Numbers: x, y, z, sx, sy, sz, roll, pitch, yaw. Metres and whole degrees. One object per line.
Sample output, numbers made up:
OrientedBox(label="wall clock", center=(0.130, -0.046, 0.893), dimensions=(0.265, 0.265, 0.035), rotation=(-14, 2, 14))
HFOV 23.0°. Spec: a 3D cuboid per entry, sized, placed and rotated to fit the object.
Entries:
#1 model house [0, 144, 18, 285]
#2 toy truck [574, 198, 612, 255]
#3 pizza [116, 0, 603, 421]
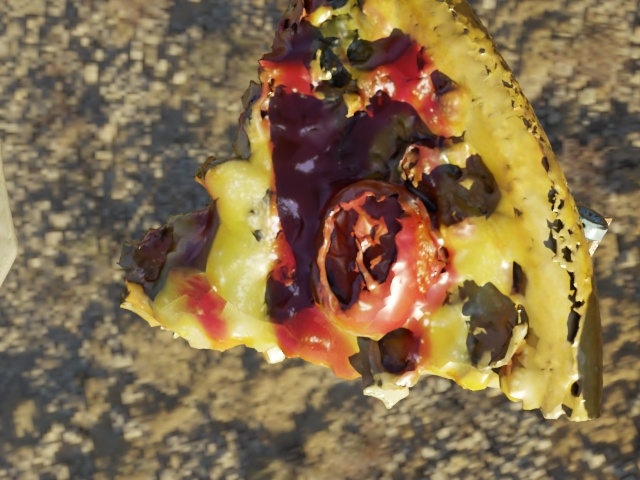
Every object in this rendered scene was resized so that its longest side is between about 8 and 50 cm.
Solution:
OrientedBox(label="model house", center=(-0.378, -0.047, 1.464), dimensions=(0.122, 0.188, 0.229), rotation=(-6, 90, 14))
OrientedBox(label="toy truck", center=(0.181, -0.010, 1.855), dimensions=(0.184, 0.338, 0.133), rotation=(40, 115, 32))
OrientedBox(label="pizza", center=(0.000, 0.000, 1.275), dimensions=(0.406, 0.130, 0.440), rotation=(-27, 82, 20))
